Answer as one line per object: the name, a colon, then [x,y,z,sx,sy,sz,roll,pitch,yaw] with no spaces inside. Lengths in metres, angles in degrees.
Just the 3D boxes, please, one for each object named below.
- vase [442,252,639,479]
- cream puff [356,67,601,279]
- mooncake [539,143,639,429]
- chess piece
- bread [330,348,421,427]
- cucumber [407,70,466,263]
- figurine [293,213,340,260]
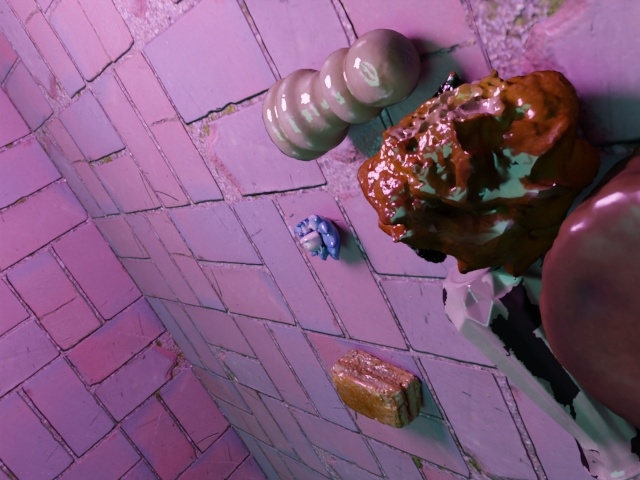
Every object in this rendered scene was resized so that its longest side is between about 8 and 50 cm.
vase: [0.323,0.168,0.752,0.360,0.165,0.165,51,149,-8]
cream puff: [0.182,-0.076,0.612,0.240,0.155,0.269,27,136,-8]
mooncake: [0.386,0.051,0.507,0.324,0.187,0.324,32,143,28]
chess piece: [0.033,-0.207,0.750,0.243,0.133,0.133,-16,110,52]
bread: [0.128,0.340,1.225,0.196,0.102,0.138,17,138,41]
cucumber: [0.170,-0.092,0.739,0.072,0.072,0.300,31,141,28]
figurine: [0.000,0.000,1.046,0.114,0.079,0.114,26,136,28]
